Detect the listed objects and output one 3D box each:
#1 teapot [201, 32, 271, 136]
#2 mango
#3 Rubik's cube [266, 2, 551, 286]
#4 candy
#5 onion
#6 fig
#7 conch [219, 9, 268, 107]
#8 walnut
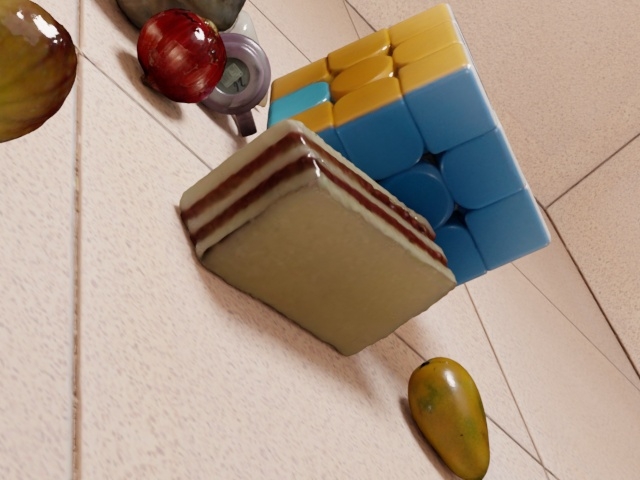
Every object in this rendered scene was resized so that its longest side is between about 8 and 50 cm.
[{"bbox_3d":[-0.121,-0.238,1.977,0.148,0.116,0.146,43,7,-13],"label":"teapot"},{"bbox_3d":[0.169,0.227,1.739,0.111,0.089,0.163,35,29,-48],"label":"mango"},{"bbox_3d":[0.113,-0.109,1.862,0.290,0.291,0.291,61,11,-24],"label":"Rubik's cube"},{"bbox_3d":[0.000,0.000,1.617,0.320,0.179,0.135,35,23,-44],"label":"candy"},{"bbox_3d":[-0.185,-0.243,1.787,0.131,0.131,0.131,46,15,-16],"label":"onion"},{"bbox_3d":[-0.314,-0.150,1.141,0.160,0.143,0.230,23,14,19],"label":"fig"},{"bbox_3d":[-0.126,-0.296,2.140,0.104,0.094,0.176,7,-30,48],"label":"conch"},{"bbox_3d":[-0.197,-0.386,1.913,0.224,0.224,0.224,46,15,-16],"label":"walnut"}]
